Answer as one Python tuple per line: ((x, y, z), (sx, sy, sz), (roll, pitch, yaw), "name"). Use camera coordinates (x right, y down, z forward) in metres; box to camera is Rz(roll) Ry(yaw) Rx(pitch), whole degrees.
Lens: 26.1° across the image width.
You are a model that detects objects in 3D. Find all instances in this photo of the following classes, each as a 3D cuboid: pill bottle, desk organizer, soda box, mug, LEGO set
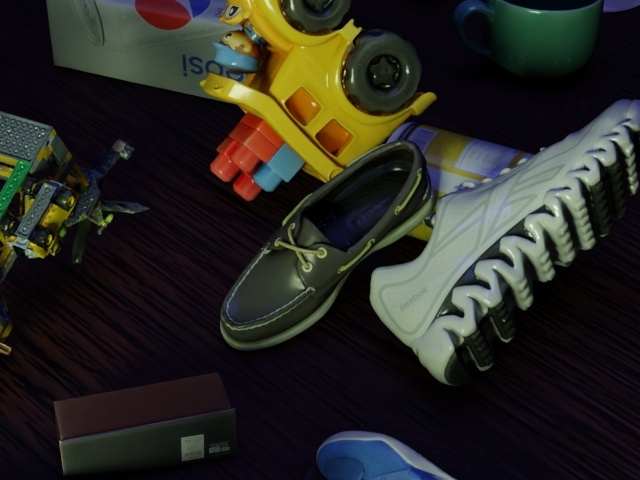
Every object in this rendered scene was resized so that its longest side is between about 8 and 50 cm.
((0.146, -0.037, 1.243), (0.184, 0.103, 0.103), (18, 39, 22), "pill bottle")
((-0.132, 0.141, 1.036), (0.130, 0.047, 0.050), (-9, 34, -13), "desk organizer")
((-0.153, -0.226, 1.510), (0.286, 0.098, 0.091), (14, 38, 17), "soda box")
((0.233, -0.241, 1.538), (0.158, 0.097, 0.129), (9, 37, 13), "mug")
((-0.332, -0.006, 1.178), (0.331, 0.192, 0.255), (10, 66, 18), "LEGO set")

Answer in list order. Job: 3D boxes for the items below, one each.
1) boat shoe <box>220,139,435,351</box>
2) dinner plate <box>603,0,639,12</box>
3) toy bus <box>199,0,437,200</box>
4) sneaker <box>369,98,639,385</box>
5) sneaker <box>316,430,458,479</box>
((0.000, 0.000, 1.158), (0.228, 0.068, 0.081), (-41, 61, -14), "boat shoe")
((0.340, -0.322, 1.727), (0.141, 0.017, 0.141), (2, 35, -1), "dinner plate")
((-0.037, -0.149, 1.299), (0.211, 0.220, 0.149), (-46, 22, -2), "toy bus")
((0.160, -0.021, 1.128), (0.292, 0.110, 0.118), (-45, 59, -14), "sneaker")
((0.049, 0.190, 0.958), (0.152, 0.058, 0.084), (26, 34, 22), "sneaker")
